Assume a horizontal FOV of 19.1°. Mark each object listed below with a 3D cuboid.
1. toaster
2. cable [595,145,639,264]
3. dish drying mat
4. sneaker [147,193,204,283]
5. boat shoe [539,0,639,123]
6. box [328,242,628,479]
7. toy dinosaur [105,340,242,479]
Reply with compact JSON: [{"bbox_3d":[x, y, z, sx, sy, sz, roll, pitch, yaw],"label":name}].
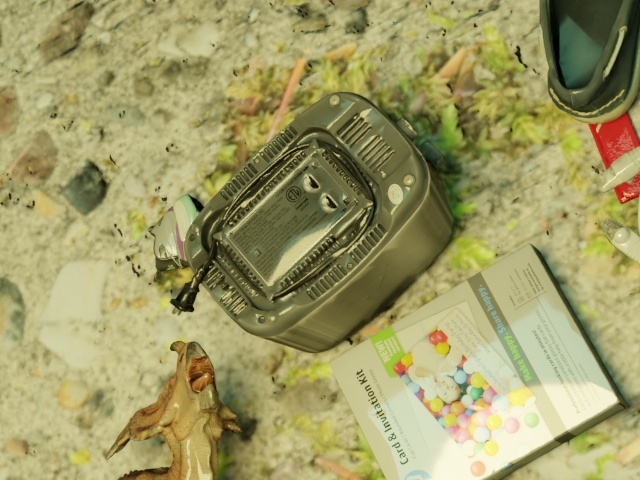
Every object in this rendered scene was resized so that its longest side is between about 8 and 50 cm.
[{"bbox_3d":[0.000,0.000,1.468,0.227,0.146,0.129,-45,67,5],"label":"toaster"},{"bbox_3d":[0.362,-0.015,1.373,0.257,0.089,0.257,-40,69,7],"label":"cable"},{"bbox_3d":[0.232,-0.071,1.475,0.032,0.008,0.083,-23,71,13],"label":"dish drying mat"},{"bbox_3d":[-0.108,0.017,1.565,0.069,0.038,0.098,-40,58,9],"label":"sneaker"},{"bbox_3d":[0.209,-0.220,1.466,0.095,0.079,0.254,6,81,22],"label":"boat shoe"},{"bbox_3d":[0.119,0.110,1.459,0.186,0.038,0.145,-31,69,12],"label":"box"},{"bbox_3d":[-0.147,0.220,1.490,0.296,0.127,0.200,-34,61,23],"label":"toy dinosaur"}]
